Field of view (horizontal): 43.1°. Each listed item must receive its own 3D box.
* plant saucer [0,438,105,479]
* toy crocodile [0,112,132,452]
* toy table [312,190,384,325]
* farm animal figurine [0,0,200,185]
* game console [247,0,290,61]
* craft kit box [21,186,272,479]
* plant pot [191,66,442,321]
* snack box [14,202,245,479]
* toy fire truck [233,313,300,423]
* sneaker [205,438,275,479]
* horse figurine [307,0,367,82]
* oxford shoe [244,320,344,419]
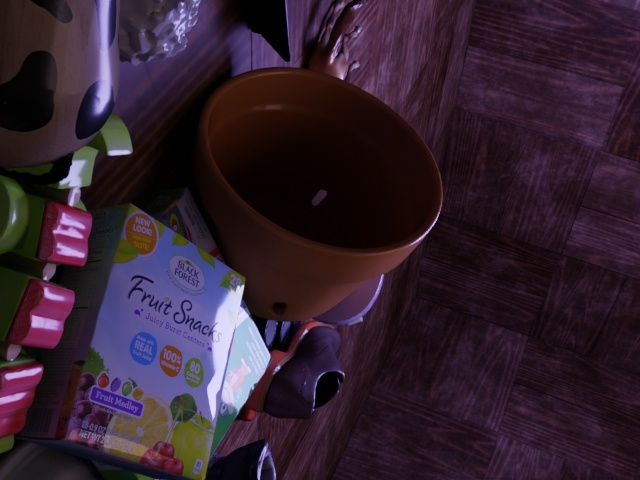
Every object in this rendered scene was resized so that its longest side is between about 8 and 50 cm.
[{"bbox_3d":[-0.240,0.385,0.782,0.400,0.100,0.401,0,90,-81],"label":"plant saucer"},{"bbox_3d":[-0.236,0.055,0.603,0.115,0.105,0.341,26,84,-76],"label":"toy crocodile"},{"bbox_3d":[0.000,0.000,1.195,0.161,0.252,0.274,64,17,-74],"label":"toy table"},{"bbox_3d":[-0.131,-0.153,0.311,0.330,0.172,0.327,-49,159,-41],"label":"farm animal figurine"},{"bbox_3d":[-0.047,-0.290,0.936,0.122,0.071,0.107,89,25,-56],"label":"game console"},{"bbox_3d":[-0.166,0.113,0.839,0.247,0.061,0.250,-54,130,-44],"label":"craft kit box"},{"bbox_3d":[-0.026,-0.037,0.982,0.291,0.291,0.203,-57,176,-45],"label":"plant pot"},{"bbox_3d":[-0.160,0.096,0.732,0.174,0.070,0.207,38,53,-49],"label":"snack box"},{"bbox_3d":[-0.142,0.210,1.135,0.217,0.158,0.246,42,57,-75],"label":"toy fire truck"},{"bbox_3d":[-0.134,0.263,0.932,0.268,0.153,0.101,-129,-156,-55],"label":"sneaker"},{"bbox_3d":[0.023,-0.255,1.264,0.263,0.066,0.174,92,16,-55],"label":"horse figurine"},{"bbox_3d":[-0.011,0.186,1.125,0.271,0.098,0.097,-32,140,-67],"label":"oxford shoe"}]
